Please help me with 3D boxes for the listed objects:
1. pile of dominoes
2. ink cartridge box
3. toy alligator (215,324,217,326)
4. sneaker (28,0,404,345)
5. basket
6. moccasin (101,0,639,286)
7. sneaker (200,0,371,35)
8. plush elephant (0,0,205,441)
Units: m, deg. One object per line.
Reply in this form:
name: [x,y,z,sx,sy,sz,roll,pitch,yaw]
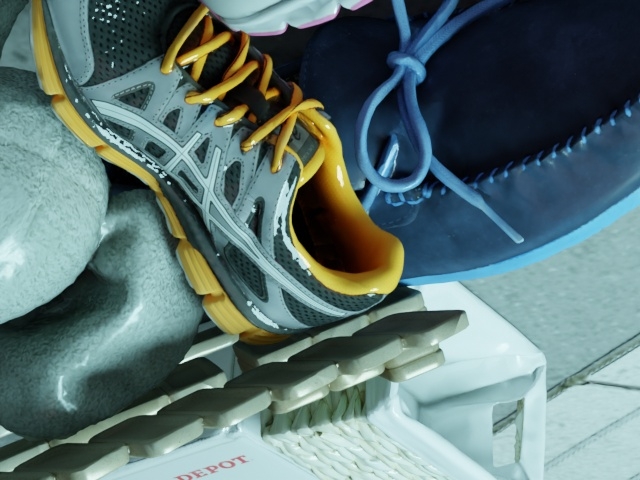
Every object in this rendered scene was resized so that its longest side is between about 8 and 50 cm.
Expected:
pile of dominoes: [-0.063,0.084,0.825,0.251,0.040,0.196,-22,-171,-13]
ink cartridge box: [-0.043,0.145,1.154,0.159,0.092,0.218,-21,142,33]
toy alligator: [0.000,0.000,0.965,0.190,0.056,0.051,-23,98,36]
sneaker: [-0.038,-0.048,0.720,0.083,0.084,0.215,-8,130,40]
basket: [0.051,0.093,1.048,0.103,0.113,0.167,-15,144,33]
moccasin: [0.026,-0.043,0.815,0.342,0.137,0.117,-24,135,34]
sneaker: [0.022,-0.181,0.625,0.111,0.103,0.252,34,121,-19]
plush elephant: [-0.205,-0.022,0.768,0.255,0.330,0.272,-28,136,9]
